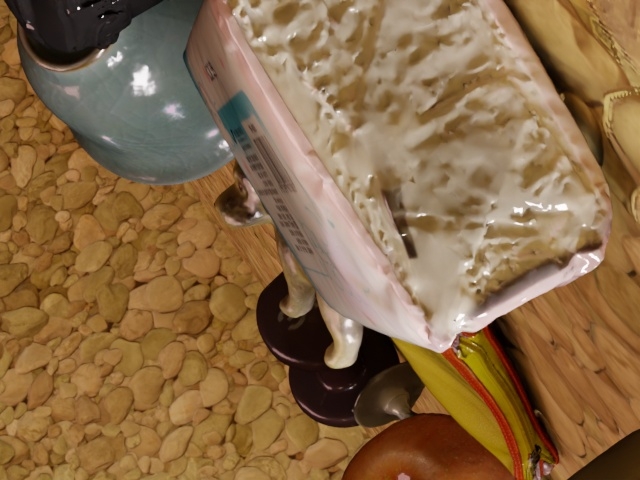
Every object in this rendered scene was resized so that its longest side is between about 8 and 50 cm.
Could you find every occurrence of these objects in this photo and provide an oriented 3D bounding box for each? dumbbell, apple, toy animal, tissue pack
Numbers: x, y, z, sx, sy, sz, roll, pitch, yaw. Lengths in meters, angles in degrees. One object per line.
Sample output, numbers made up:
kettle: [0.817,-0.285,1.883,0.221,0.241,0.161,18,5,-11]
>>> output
dumbbell: [0.013,0.120,1.632,0.124,0.140,0.225,41,166,27]
apple: [0.109,0.262,1.329,0.162,0.201,0.201,29,-167,-39]
toy animal: [-0.003,0.005,1.310,0.233,0.121,0.168,47,158,41]
tissue pack: [0.025,-0.057,0.722,0.201,0.124,0.271,56,175,-6]

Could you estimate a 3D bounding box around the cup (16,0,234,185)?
cup: [-0.142,-0.146,1.006,0.199,0.199,0.150,54,-166,17]

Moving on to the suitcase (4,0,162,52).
suitcase: [-0.179,-0.313,0.799,0.345,0.188,0.339,56,168,17]

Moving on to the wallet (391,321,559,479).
wallet: [0.114,0.091,1.116,0.141,0.067,0.241,44,171,42]

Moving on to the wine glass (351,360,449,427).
wine glass: [0.131,0.232,1.496,0.222,0.103,0.103,50,171,38]

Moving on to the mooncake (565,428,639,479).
mooncake: [0.200,0.194,0.709,0.234,0.117,0.235,56,171,14]
